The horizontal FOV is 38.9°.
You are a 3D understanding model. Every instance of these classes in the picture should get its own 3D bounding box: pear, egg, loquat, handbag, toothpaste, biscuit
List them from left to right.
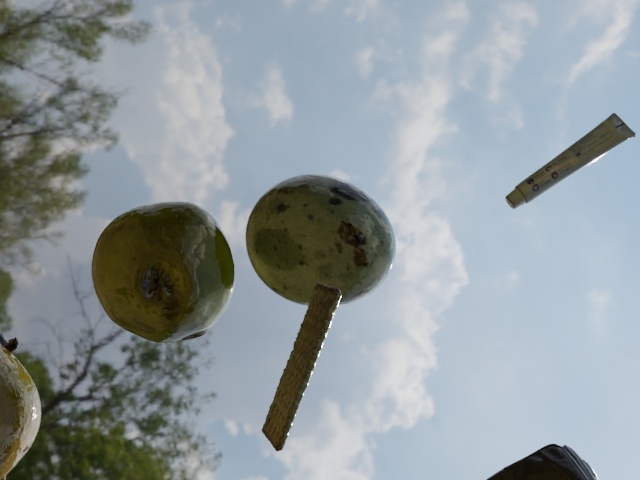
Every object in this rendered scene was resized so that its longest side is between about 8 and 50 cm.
[{"bbox_3d":[-0.478,0.220,1.171,0.244,0.244,0.243,35,-49,53],"label":"loquat"},{"bbox_3d":[-0.320,0.048,1.852,0.375,0.287,0.287,-112,-162,-69],"label":"pear"},{"bbox_3d":[-0.028,0.171,1.259,0.139,0.016,0.231,-174,-74,-77],"label":"biscuit"},{"bbox_3d":[0.000,0.000,1.941,0.379,0.288,0.287,1,-77,51],"label":"egg"},{"bbox_3d":[0.332,0.442,1.389,0.088,0.244,0.275,60,5,-25],"label":"handbag"},{"bbox_3d":[0.378,-0.118,1.381,0.052,0.218,0.033,55,-1,26],"label":"toothpaste"}]
